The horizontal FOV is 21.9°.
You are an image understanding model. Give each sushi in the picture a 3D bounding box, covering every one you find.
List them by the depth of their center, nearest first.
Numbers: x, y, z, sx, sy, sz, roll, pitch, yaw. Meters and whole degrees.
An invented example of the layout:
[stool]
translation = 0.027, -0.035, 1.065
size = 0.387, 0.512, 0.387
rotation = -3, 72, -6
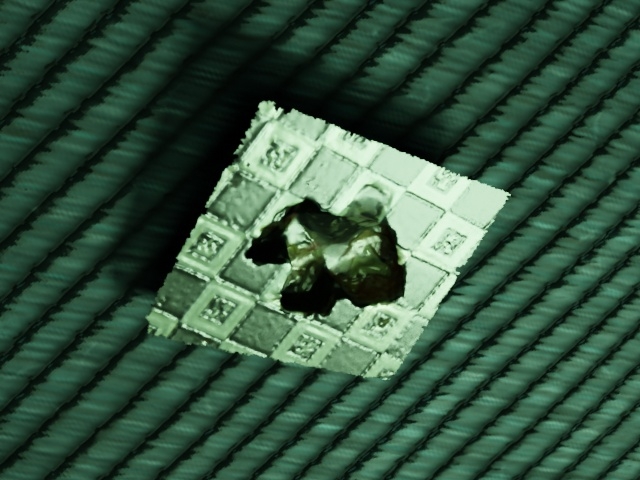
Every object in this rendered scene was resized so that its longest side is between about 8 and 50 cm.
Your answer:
[sushi]
translation = 0.000, 0.000, 1.140
size = 0.210, 0.040, 0.192
rotation = 16, 118, -31
